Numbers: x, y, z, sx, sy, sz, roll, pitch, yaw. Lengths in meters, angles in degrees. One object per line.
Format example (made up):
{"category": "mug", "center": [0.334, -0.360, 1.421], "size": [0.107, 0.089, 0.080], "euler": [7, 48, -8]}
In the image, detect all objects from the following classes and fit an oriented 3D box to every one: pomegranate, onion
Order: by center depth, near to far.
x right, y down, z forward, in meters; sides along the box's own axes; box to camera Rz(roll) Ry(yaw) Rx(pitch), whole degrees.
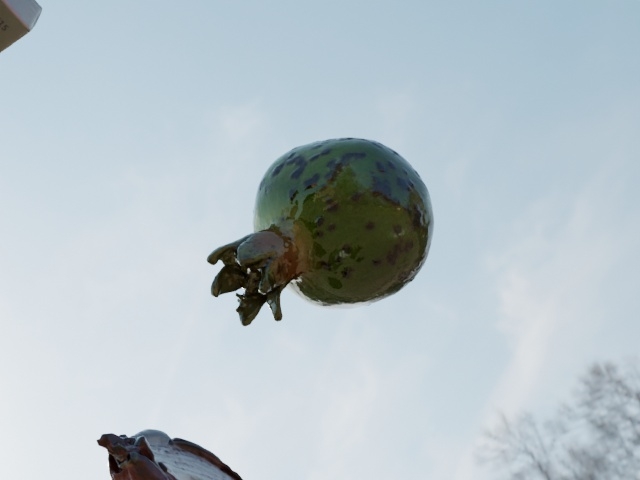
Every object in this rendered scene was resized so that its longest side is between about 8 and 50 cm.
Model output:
{"category": "onion", "center": [-0.135, 0.277, 1.110], "size": [0.120, 0.227, 0.283], "euler": [-47, -54, 0]}
{"category": "pomegranate", "center": [0.017, -0.001, 1.388], "size": [0.230, 0.286, 0.231], "euler": [9, -58, 15]}

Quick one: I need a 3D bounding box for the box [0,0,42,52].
{"category": "box", "center": [-0.448, -0.287, 1.074], "size": [0.200, 0.065, 0.343], "euler": [-28, -60, 20]}
